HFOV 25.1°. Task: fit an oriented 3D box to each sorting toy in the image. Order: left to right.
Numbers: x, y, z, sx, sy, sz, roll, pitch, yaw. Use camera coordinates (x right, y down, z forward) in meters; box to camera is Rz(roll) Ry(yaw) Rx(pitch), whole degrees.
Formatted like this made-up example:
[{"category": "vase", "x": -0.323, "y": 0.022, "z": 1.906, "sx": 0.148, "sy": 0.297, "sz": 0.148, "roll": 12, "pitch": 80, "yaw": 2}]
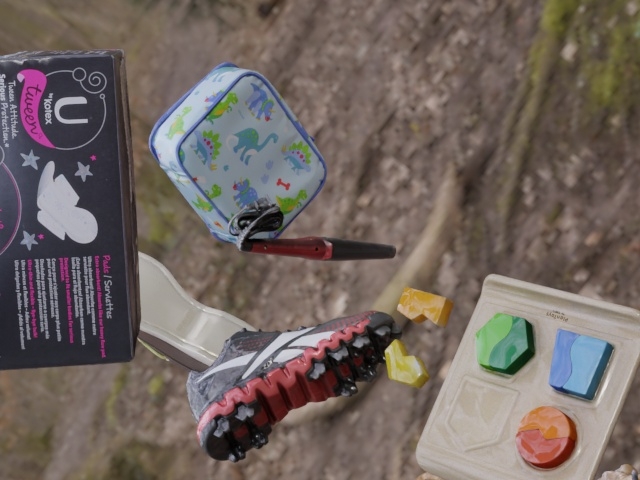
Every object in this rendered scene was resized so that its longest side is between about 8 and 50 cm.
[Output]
[{"category": "sorting toy", "x": 0.180, "y": 0.150, "z": 1.537, "sx": 0.307, "sy": 0.041, "sz": 0.229, "roll": 14, "pitch": 79, "yaw": 41}]

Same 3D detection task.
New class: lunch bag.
[{"category": "lunch bag", "x": -0.100, "y": -0.106, "z": 1.840, "sx": 0.176, "sy": 0.219, "sz": 0.090, "roll": -49, "pitch": 38, "yaw": -15}]

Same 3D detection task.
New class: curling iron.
[{"category": "curling iron", "x": 0.000, "y": 0.000, "z": 1.720, "sx": 0.274, "sy": 0.035, "sz": 0.068, "roll": 14, "pitch": -63, "yaw": -45}]

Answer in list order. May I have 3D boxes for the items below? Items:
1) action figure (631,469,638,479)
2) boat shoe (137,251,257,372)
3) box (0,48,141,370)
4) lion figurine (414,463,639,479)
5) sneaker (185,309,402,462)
[{"category": "action figure", "x": 0.210, "y": 0.305, "z": 1.110, "sx": 0.141, "sy": 0.164, "sz": 0.275, "roll": -122, "pitch": 51, "yaw": -86}, {"category": "boat shoe", "x": -0.232, "y": 0.121, "z": 2.179, "sx": 0.116, "sy": 0.324, "sz": 0.096, "roll": -54, "pitch": -10, "yaw": -34}, {"category": "box", "x": -0.223, "y": -0.032, "z": 1.189, "sx": 0.163, "sy": 0.142, "sz": 0.247, "roll": -114, "pitch": 23, "yaw": -80}, {"category": "lion figurine", "x": 0.225, "y": 0.358, "z": 1.811, "sx": 0.240, "sy": 0.392, "sz": 0.142, "roll": 115, "pitch": 157, "yaw": -50}, {"category": "sneaker", "x": -0.040, "y": 0.145, "z": 1.708, "sx": 0.276, "sy": 0.135, "sz": 0.097, "roll": -29, "pitch": -42, "yaw": -11}]
